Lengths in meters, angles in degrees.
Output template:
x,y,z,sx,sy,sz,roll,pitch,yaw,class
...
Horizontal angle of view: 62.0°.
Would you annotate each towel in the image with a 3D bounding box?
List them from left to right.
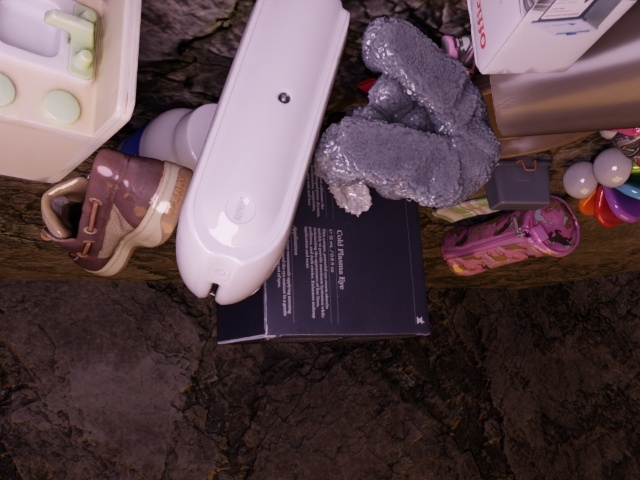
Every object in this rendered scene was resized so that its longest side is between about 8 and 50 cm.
x,y,z,sx,sy,sz,roll,pitch,yaw,class
0.379,-0.077,1.369,0.152,0.023,0.113,-13,165,40,towel

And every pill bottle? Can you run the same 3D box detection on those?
x,y,z,sx,sy,sz,roll,pitch,yaw,class
-0.224,-0.110,0.813,0.152,0.152,0.272,10,163,-43,pill bottle

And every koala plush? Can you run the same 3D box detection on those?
x,y,z,sx,sy,sz,roll,pitch,yaw,class
0.083,-0.118,0.662,0.203,0.196,0.221,25,170,-16,koala plush

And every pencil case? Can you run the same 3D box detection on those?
x,y,z,sx,sy,sz,roll,pitch,yaw,class
0.491,-0.001,1.429,0.167,0.160,0.386,32,158,-14,pencil case

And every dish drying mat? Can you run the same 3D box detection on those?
x,y,z,sx,sy,sz,roll,pitch,yaw,class
0.088,-0.208,0.748,0.032,0.008,0.083,-13,164,40,dish drying mat

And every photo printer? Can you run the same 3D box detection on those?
x,y,z,sx,sy,sz,roll,pitch,yaw,class
-0.074,-0.082,0.588,0.107,0.308,0.256,18,165,-10,photo printer

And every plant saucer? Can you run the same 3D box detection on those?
x,y,z,sx,sy,sz,roll,pitch,yaw,class
0.289,-0.187,0.803,0.277,0.041,0.278,-2,167,0,plant saucer

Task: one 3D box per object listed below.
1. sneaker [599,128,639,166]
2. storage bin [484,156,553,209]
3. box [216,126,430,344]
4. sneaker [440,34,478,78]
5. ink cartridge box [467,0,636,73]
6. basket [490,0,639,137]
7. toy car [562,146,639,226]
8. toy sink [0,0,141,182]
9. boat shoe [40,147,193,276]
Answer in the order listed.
x,y,z,sx,sy,sz,roll,pitch,yaw,class
0.513,-0.146,0.779,0.299,0.112,0.121,2,155,-43,sneaker
0.393,-0.111,1.053,0.135,0.091,0.098,-1,168,-9,storage bin
0.000,0.000,0.904,0.312,0.343,0.179,7,164,-32,box
0.180,-0.215,0.657,0.057,0.047,0.119,-16,167,10,sneaker
0.171,-0.224,0.367,0.082,0.140,0.191,-3,169,-3,ink cartridge box
0.303,-0.187,0.560,0.226,0.154,0.204,-4,171,27,basket
0.579,-0.097,1.035,0.159,0.136,0.182,3,167,-20,toy car
-0.291,-0.168,0.531,0.131,0.153,0.234,9,165,-41,toy sink
-0.278,-0.036,0.661,0.123,0.123,0.342,23,160,-31,boat shoe
